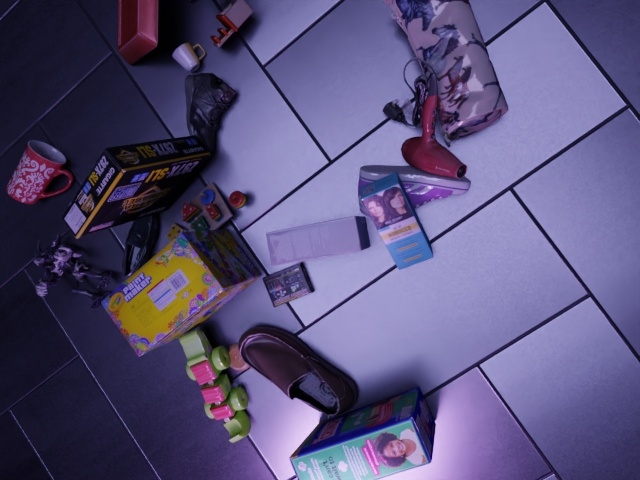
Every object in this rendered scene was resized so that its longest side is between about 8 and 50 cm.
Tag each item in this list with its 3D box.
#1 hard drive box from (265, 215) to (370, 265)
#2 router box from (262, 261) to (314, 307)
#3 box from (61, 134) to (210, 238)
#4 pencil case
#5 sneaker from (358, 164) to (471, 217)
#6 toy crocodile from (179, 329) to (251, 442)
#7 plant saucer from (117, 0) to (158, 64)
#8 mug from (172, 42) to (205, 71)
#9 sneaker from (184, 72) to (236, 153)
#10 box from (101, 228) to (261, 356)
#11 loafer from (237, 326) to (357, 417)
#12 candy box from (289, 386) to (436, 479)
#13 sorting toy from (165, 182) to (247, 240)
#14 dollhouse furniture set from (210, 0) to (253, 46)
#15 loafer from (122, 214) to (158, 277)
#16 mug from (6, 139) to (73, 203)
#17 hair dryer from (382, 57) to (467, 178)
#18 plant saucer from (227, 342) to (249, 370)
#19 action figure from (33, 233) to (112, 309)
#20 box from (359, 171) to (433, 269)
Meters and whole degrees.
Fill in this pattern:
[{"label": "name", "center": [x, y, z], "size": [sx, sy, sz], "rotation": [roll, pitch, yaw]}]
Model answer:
[{"label": "hard drive box", "center": [0.000, 0.000, 1.342], "size": [0.233, 0.181, 0.089], "rotation": [-10, 90, 12]}, {"label": "router box", "center": [-0.090, 0.124, 1.441], "size": [0.123, 0.038, 0.092], "rotation": [-22, 88, 13]}, {"label": "box", "center": [-0.467, -0.146, 1.333], "size": [0.079, 0.322, 0.257], "rotation": [49, 120, 6]}, {"label": "pencil case", "center": [0.310, -0.448, 1.259], "size": [0.184, 0.160, 0.409], "rotation": [-21, 88, 24]}, {"label": "sneaker", "center": [0.238, -0.109, 1.340], "size": [0.283, 0.102, 0.160], "rotation": [4, 113, 7]}, {"label": "toy crocodile", "center": [-0.298, 0.409, 1.453], "size": [0.115, 0.105, 0.340], "rotation": [-20, 101, 13]}, {"label": "plant saucer", "center": [-0.504, -0.636, 1.404], "size": [0.259, 0.048, 0.258], "rotation": [7, 97, 54]}, {"label": "mug", "center": [-0.369, -0.518, 1.458], "size": [0.078, 0.062, 0.064], "rotation": [-37, 93, 18]}, {"label": "sneaker", "center": [-0.302, -0.358, 1.436], "size": [0.131, 0.087, 0.227], "rotation": [-5, 87, 19]}, {"label": "box", "center": [-0.357, 0.127, 1.378], "size": [0.290, 0.279, 0.177], "rotation": [-38, 84, 11]}, {"label": "loafer", "center": [-0.069, 0.353, 1.401], "size": [0.366, 0.130, 0.133], "rotation": [26, 98, 10]}, {"label": "candy box", "center": [0.117, 0.503, 1.298], "size": [0.317, 0.268, 0.122], "rotation": [-25, 83, 12]}, {"label": "sorting toy", "center": [-0.341, -0.076, 1.458], "size": [0.275, 0.046, 0.132], "rotation": [-40, 62, 12]}, {"label": "dollhouse furniture set", "center": [-0.315, -0.654, 1.346], "size": [0.135, 0.262, 0.259], "rotation": [-45, 120, 1]}, {"label": "loafer", "center": [-0.531, 0.003, 1.511], "size": [0.076, 0.078, 0.223], "rotation": [15, 96, 11]}, {"label": "mug", "center": [-0.854, -0.191, 1.559], "size": [0.150, 0.113, 0.169], "rotation": [42, 104, 9]}, {"label": "hair dryer", "center": [0.250, -0.264, 1.244], "size": [0.080, 0.223, 0.293], "rotation": [-29, 80, -18]}, {"label": "plant saucer", "center": [-0.239, 0.340, 1.498], "size": [0.084, 0.015, 0.083], "rotation": [1, 94, 12]}, {"label": "action figure", "center": [-0.765, 0.087, 1.539], "size": [0.276, 0.141, 0.163], "rotation": [26, 100, 7]}, {"label": "box", "center": [0.194, -0.044, 1.292], "size": [0.101, 0.060, 0.244], "rotation": [-22, 122, 16]}]
